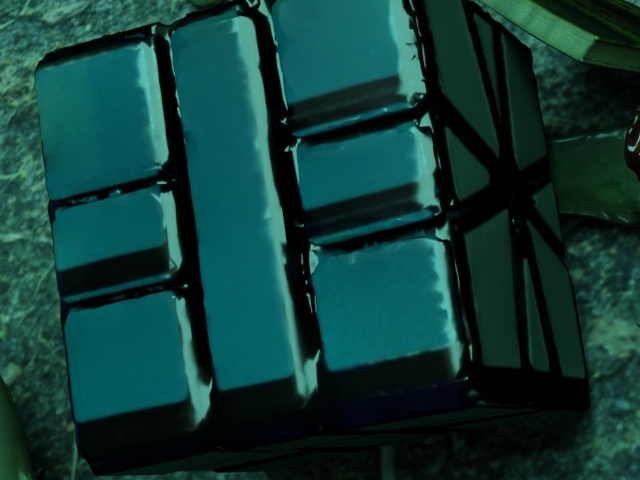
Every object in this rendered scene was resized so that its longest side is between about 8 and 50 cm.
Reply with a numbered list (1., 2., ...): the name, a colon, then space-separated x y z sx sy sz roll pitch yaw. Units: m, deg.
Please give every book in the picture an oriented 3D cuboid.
1. book: 0.198 -0.160 1.183 0.160 0.228 0.024 37 113 36

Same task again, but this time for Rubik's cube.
1. Rubik's cube: 0.000 0.000 1.099 0.283 0.293 0.288 -12 77 24

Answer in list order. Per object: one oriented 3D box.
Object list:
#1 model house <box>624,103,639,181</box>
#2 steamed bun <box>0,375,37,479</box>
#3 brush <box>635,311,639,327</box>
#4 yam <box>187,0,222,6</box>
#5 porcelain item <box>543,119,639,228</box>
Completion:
1. model house: 0.365 -0.080 1.082 0.254 0.160 0.196 17 71 32
2. steamed bun: -0.371 0.203 1.248 0.334 0.233 0.312 -25 52 2
3. brush: 0.366 0.058 1.059 0.321 0.060 0.050 8 108 31
4. yam: -0.118 -0.256 1.498 0.043 0.043 0.094 -28 53 10
5. porcelain item: 0.157 -0.045 1.223 0.216 0.069 0.081 -3 88 26
